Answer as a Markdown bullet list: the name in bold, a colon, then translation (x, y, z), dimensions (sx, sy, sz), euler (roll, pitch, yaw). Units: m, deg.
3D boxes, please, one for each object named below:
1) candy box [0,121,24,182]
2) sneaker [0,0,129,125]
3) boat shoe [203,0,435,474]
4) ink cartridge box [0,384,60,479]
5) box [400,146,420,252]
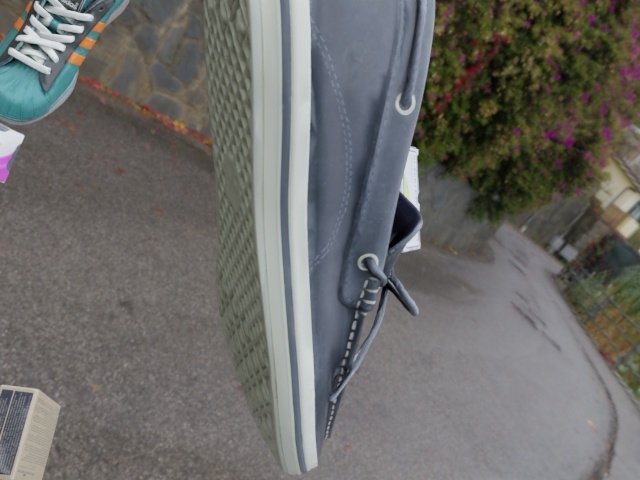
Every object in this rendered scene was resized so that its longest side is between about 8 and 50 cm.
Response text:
- **candy box**: translation (-0.507, -0.157, 0.810), dimensions (0.233, 0.071, 0.159), euler (25, 2, 38)
- **sneaker**: translation (-0.343, -0.294, 0.847), dimensions (0.108, 0.302, 0.121), euler (29, -23, -13)
- **boat shoe**: translation (0.000, 0.000, 0.528), dimensions (0.156, 0.499, 0.187), euler (-11, 32, -22)
- **ink cartridge box**: translation (-0.669, 0.441, 1.435), dimensions (0.088, 0.193, 0.234), euler (10, -25, -6)
- **box**: translation (0.011, -0.063, 1.048), dimensions (0.290, 0.169, 0.087), euler (0, 3, 25)
